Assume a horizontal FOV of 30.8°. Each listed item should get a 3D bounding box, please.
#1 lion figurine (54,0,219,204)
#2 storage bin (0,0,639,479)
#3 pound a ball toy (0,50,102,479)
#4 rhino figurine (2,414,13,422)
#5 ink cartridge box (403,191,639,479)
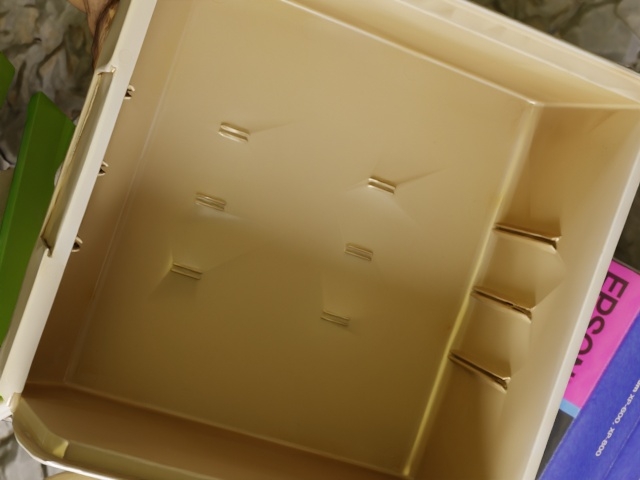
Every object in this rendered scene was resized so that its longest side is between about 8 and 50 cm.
[{"bbox_3d":[-0.126,-0.174,0.763,0.142,0.240,0.392,-10,40,-10],"label":"lion figurine"},{"bbox_3d":[0.000,0.000,0.596,0.260,0.123,0.262,19,92,-19],"label":"storage bin"},{"bbox_3d":[-0.216,0.030,0.734,0.135,0.208,0.319,-28,36,19],"label":"pound a ball toy"},{"bbox_3d":[-0.198,0.079,0.824,0.243,0.073,0.106,8,77,18],"label":"rhino figurine"},{"bbox_3d":[0.081,0.054,0.729,0.371,0.069,0.176,31,96,18],"label":"ink cartridge box"}]
